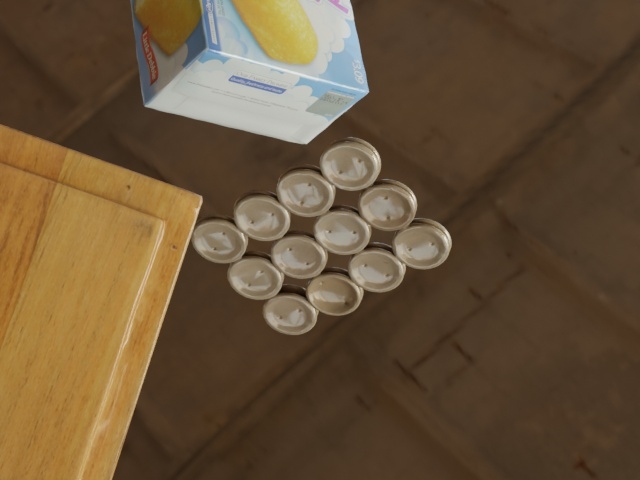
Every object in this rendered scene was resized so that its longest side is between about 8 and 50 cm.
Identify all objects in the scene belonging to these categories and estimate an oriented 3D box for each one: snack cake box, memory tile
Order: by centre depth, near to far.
[{"bbox_3d":[0.000,0.000,1.041,0.148,0.113,0.012,-28,-151,30],"label":"memory tile"},{"bbox_3d":[-0.066,-0.218,1.257,0.089,0.152,0.264,-37,-126,43],"label":"snack cake box"}]

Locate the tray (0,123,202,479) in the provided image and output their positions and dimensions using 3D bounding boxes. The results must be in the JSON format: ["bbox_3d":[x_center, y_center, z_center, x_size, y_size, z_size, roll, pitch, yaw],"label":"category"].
[{"bbox_3d":[-0.209,0.144,0.675,0.076,0.203,0.411,170,-61,-74],"label":"tray"}]
